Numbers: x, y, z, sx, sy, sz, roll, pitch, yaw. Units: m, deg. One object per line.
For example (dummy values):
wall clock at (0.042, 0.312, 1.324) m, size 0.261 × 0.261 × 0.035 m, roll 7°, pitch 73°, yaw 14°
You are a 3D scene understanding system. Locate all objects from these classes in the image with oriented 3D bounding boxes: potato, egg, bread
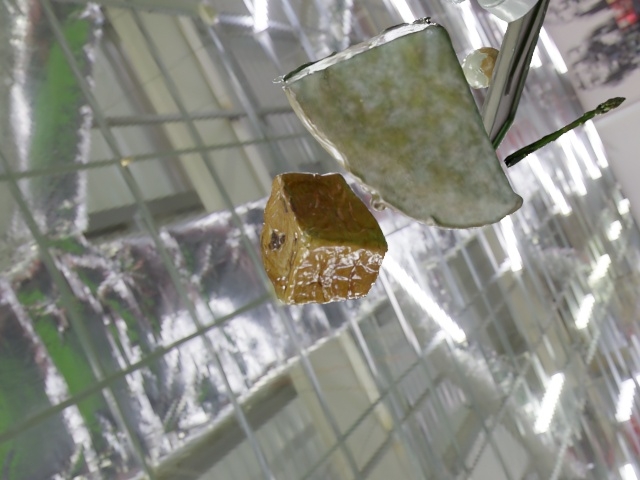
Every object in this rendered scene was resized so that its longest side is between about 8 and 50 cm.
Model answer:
potato at (0.088, -0.119, 1.256) m, size 0.264 × 0.211 × 0.189 m, roll 63°, pitch 175°, yaw -6°
egg at (0.305, -0.329, 1.973) m, size 0.071 × 0.083 × 0.071 m, roll 39°, pitch -176°, yaw -3°
bread at (0.000, 0.000, 1.502) m, size 0.143 × 0.149 × 0.158 m, roll -6°, pitch -130°, yaw -27°

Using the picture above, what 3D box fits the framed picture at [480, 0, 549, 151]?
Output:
framed picture at (0.350, -0.310, 1.898) m, size 0.446 × 0.028 × 0.326 m, roll -47°, pitch -27°, yaw -63°

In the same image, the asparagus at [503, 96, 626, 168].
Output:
asparagus at (0.414, -0.187, 1.774) m, size 0.022 × 0.232 × 0.023 m, roll 62°, pitch -176°, yaw 10°

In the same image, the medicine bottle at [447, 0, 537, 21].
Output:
medicine bottle at (0.165, -0.409, 1.364) m, size 0.296 × 0.111 × 0.161 m, roll 28°, pitch -114°, yaw -24°
